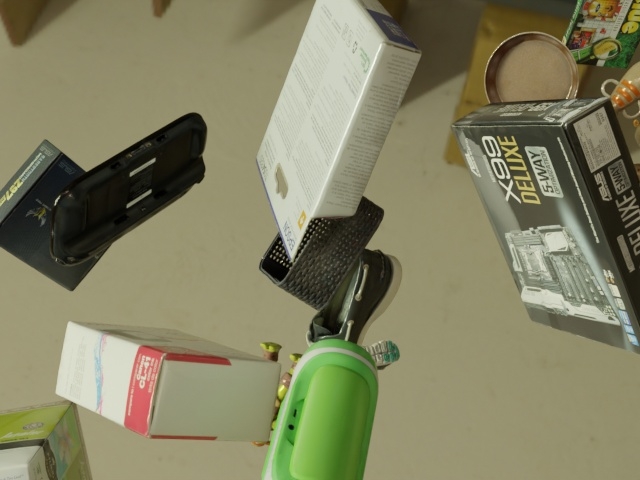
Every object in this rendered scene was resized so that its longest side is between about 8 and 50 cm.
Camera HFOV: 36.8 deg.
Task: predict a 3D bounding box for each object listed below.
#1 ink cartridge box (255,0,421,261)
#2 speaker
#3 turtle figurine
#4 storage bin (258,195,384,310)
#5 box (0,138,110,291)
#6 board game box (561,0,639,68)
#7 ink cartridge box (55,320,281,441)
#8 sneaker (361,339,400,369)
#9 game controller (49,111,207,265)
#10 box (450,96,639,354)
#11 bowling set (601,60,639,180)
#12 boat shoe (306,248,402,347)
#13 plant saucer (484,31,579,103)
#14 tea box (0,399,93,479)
[{"bbox_3d":[0.012,-0.181,1.367,0.324,0.071,0.330,-112,39,-56],"label":"ink cartridge box"},{"bbox_3d":[0.001,0.275,1.278,0.296,0.131,0.131,-74,-8,-47],"label":"speaker"},{"bbox_3d":[-0.087,0.322,1.888,0.087,0.269,0.217,17,-87,-51],"label":"turtle figurine"},{"bbox_3d":[0.000,0.000,1.437,0.180,0.084,0.122,-58,24,1],"label":"storage bin"},{"bbox_3d":[-0.445,-0.037,1.634,0.183,0.059,0.233,-51,-34,-7],"label":"box"},{"bbox_3d":[0.522,-0.414,1.700,0.260,0.136,0.030,99,171,-52],"label":"board game box"},{"bbox_3d":[-0.243,0.217,1.507,0.226,0.306,0.131,10,-90,-41],"label":"ink cartridge box"},{"bbox_3d":[0.078,0.248,1.972,0.076,0.166,0.065,119,147,-51],"label":"sneaker"},{"bbox_3d":[-0.294,-0.084,1.507,0.319,0.067,0.166,-40,-30,-40],"label":"game controller"},{"bbox_3d":[0.304,-0.024,1.191,0.307,0.076,0.242,65,162,-16],"label":"box"},{"bbox_3d":[0.505,-0.135,1.338,0.154,0.287,0.200,-45,-10,-1],"label":"bowling set"},{"bbox_3d":[0.025,0.146,1.611,0.114,0.091,0.303,36,104,54],"label":"boat shoe"},{"bbox_3d":[0.374,-0.282,1.694,0.029,0.168,0.168,-23,-52,-60],"label":"plant saucer"},{"bbox_3d":[-0.576,0.434,1.592,0.323,0.329,0.220,-94,-5,-80],"label":"tea box"}]
